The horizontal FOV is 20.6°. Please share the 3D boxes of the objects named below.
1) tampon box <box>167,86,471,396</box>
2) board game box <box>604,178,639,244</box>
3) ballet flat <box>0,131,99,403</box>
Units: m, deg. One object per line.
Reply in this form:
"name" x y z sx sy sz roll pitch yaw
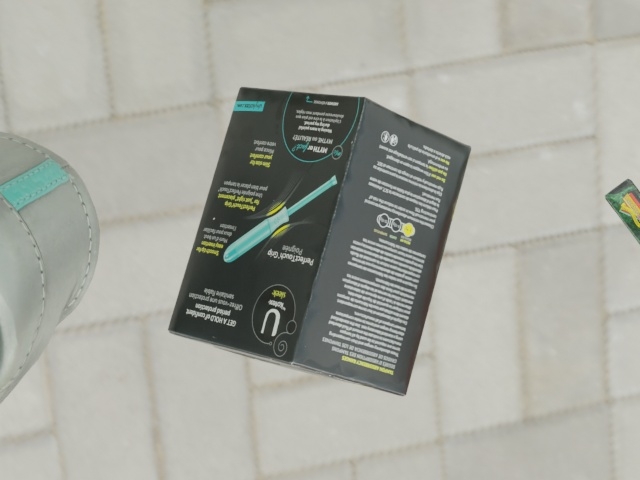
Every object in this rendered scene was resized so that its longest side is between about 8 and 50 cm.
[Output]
"tampon box" 0.000 0.000 1.075 0.101 0.120 0.161 20 84 -42
"board game box" 0.323 0.073 1.410 0.030 0.259 0.136 -38 152 11
"ballet flat" -0.126 0.047 0.433 0.213 0.068 0.072 -38 96 34
